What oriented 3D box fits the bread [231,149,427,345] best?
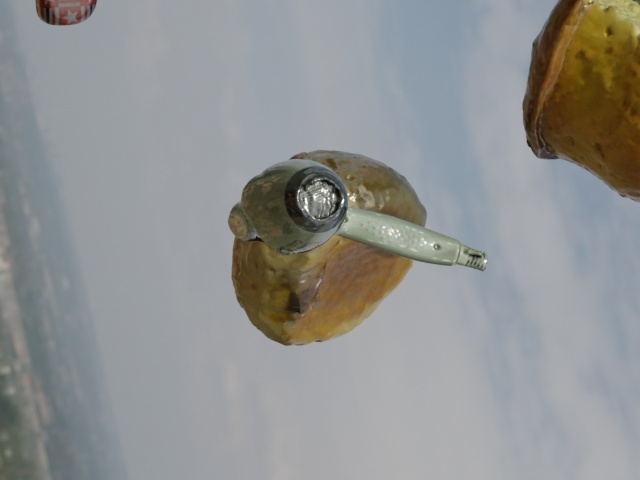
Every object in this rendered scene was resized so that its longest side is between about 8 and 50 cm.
[{"bbox_3d":[0.000,0.000,1.904,0.134,0.244,0.244,51,-21,29],"label":"bread"}]

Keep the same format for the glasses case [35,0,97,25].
[{"bbox_3d":[-0.280,-0.334,1.890,0.049,0.073,0.194,-144,-128,-66],"label":"glasses case"}]

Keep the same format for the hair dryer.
[{"bbox_3d":[0.006,-0.015,1.572,0.219,0.225,0.088,5,-102,52],"label":"hair dryer"}]

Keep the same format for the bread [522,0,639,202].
[{"bbox_3d":[0.314,-0.133,1.682,0.340,0.194,0.179,-4,122,-63],"label":"bread"}]
